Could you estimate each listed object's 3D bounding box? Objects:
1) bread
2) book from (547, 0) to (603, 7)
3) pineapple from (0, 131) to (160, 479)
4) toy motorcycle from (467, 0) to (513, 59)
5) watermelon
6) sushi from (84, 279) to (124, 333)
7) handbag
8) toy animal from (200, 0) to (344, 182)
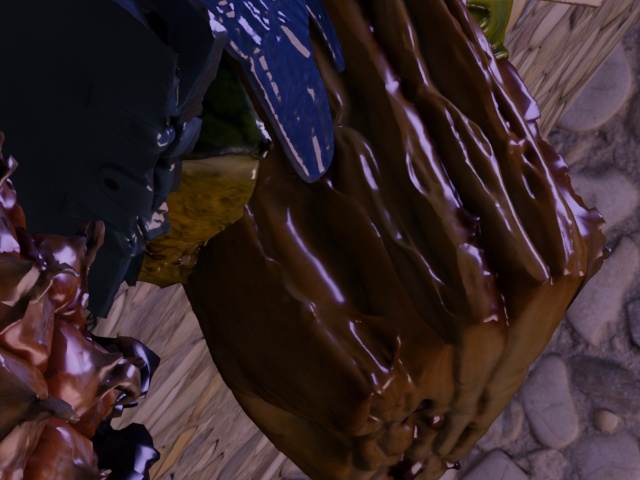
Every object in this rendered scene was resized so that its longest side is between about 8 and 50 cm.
[{"bbox_3d":[0.000,0.000,1.258,0.191,0.314,0.370,-24,165,-25],"label":"bread"},{"bbox_3d":[0.128,-0.243,1.326,0.231,0.026,0.161,3,119,-36],"label":"book"},{"bbox_3d":[-0.177,-0.048,0.593,0.262,0.262,0.271,-42,142,-49],"label":"pineapple"},{"bbox_3d":[0.106,-0.206,1.448,0.342,0.142,0.206,-55,167,8],"label":"toy motorcycle"},{"bbox_3d":[-0.095,-0.047,1.079,0.123,0.129,0.301,-51,-177,-17],"label":"watermelon"},{"bbox_3d":[-0.230,0.097,1.204,0.231,0.047,0.219,-59,165,4],"label":"sushi"},{"bbox_3d":[-0.119,-0.065,0.866,0.057,0.144,0.221,-45,168,-34],"label":"handbag"},{"bbox_3d":[-0.046,-0.152,0.889,0.176,0.239,0.255,-28,143,37],"label":"toy animal"}]
